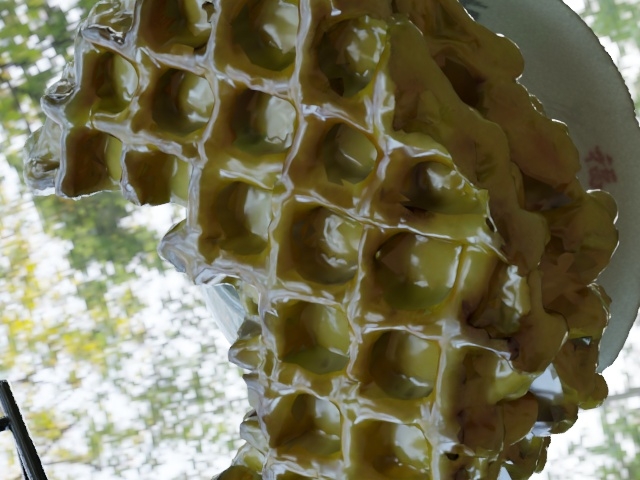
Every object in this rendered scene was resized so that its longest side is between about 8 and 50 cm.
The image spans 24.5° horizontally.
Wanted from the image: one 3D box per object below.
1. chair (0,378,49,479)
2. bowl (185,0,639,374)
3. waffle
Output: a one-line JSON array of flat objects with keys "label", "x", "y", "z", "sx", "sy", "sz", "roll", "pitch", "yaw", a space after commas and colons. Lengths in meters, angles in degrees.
[{"label": "chair", "x": -0.212, "y": 0.233, "z": 0.940, "sx": 0.141, "sy": 0.260, "sz": 0.154, "roll": -18, "pitch": -52, "yaw": -16}, {"label": "bowl", "x": 0.026, "y": -0.023, "z": 1.167, "sx": 0.196, "sy": 0.435, "sz": 0.434, "roll": -6, "pitch": -97, "yaw": -54}, {"label": "waffle", "x": 0.000, "y": 0.000, "z": 0.739, "sx": 0.151, "sy": 0.261, "sz": 0.324, "roll": -31, "pitch": -91, "yaw": -48}]
